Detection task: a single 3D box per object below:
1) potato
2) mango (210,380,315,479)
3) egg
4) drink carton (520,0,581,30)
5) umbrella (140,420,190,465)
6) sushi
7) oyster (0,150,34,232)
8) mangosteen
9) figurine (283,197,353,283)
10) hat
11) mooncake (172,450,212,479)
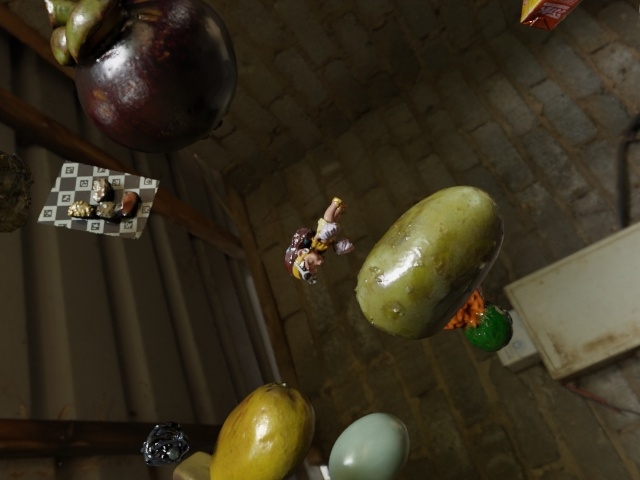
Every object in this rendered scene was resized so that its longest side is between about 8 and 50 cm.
[{"bbox_3d":[0.186,0.039,0.938,0.210,0.307,0.173,26,-163,-40],"label":"potato"},{"bbox_3d":[-0.110,0.365,0.970,0.130,0.262,0.167,24,-144,-29],"label":"mango"},{"bbox_3d":[0.148,0.648,1.644,0.203,0.283,0.203,41,160,19],"label":"egg"},{"bbox_3d":[0.443,-0.476,0.960,0.223,0.071,0.096,136,145,-78],"label":"drink carton"},{"bbox_3d":[-0.298,0.381,1.028,0.224,0.080,0.071,140,129,-62],"label":"umbrella"},{"bbox_3d":[-0.585,-0.111,1.424,0.043,0.280,0.192,93,-170,-69],"label":"sushi"},{"bbox_3d":[-0.730,-0.077,1.182,0.092,0.259,0.198,45,-169,17],"label":"oyster"},{"bbox_3d":[-0.319,-0.320,0.970,0.347,0.307,0.306,39,-157,-32],"label":"mangosteen"},{"bbox_3d":[-0.002,0.001,1.457,0.116,0.240,0.175,40,180,29],"label":"figurine"},{"bbox_3d":[0.354,0.116,1.473,0.400,0.285,0.285,27,-160,-7],"label":"hat"},{"bbox_3d":[-0.254,0.615,1.296,0.117,0.235,0.234,-25,-96,-37],"label":"mooncake"}]
